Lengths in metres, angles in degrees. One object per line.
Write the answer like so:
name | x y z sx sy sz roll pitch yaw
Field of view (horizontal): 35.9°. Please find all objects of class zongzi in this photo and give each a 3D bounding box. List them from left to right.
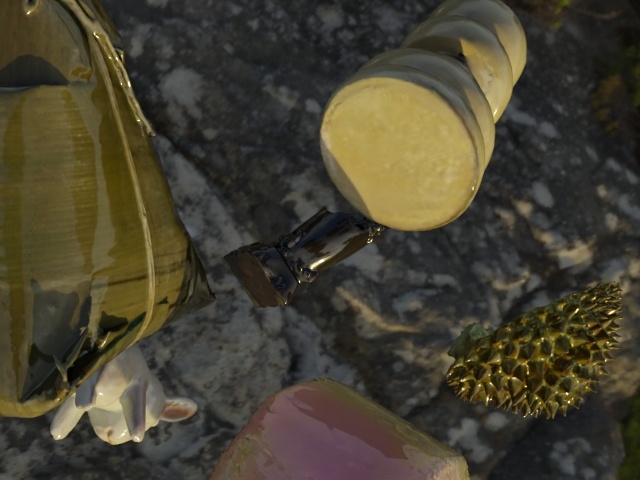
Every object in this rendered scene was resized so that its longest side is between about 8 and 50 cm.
zongzi | -0.200 -0.103 0.856 0.418 0.181 0.448 -19 111 -68

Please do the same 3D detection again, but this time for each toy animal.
toy animal | -0.270 0.214 1.307 0.282 0.140 0.138 66 37 -45

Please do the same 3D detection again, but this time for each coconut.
coconut | 0.030 0.274 0.925 0.245 0.233 0.233 34 53 24

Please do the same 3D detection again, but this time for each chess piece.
chess piece | 0.124 -0.158 1.012 0.167 0.167 0.300 46 41 -11

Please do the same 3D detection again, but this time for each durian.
durian | 0.286 0.161 1.406 0.172 0.306 0.167 34 38 -16

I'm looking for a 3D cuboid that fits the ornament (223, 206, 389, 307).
ornament | 0.000 0.000 1.509 0.260 0.251 0.106 -31 96 -18
